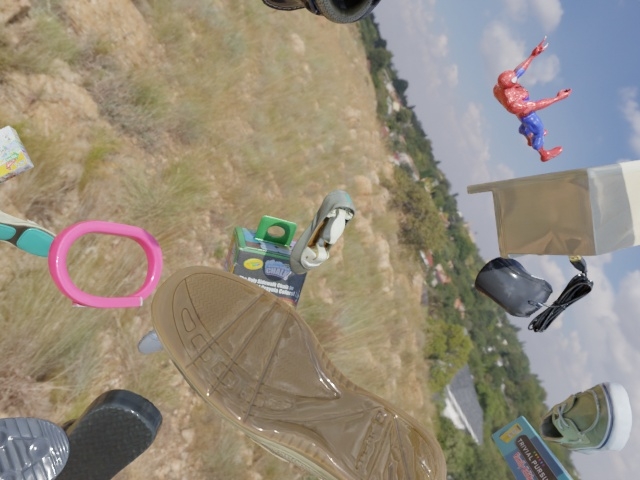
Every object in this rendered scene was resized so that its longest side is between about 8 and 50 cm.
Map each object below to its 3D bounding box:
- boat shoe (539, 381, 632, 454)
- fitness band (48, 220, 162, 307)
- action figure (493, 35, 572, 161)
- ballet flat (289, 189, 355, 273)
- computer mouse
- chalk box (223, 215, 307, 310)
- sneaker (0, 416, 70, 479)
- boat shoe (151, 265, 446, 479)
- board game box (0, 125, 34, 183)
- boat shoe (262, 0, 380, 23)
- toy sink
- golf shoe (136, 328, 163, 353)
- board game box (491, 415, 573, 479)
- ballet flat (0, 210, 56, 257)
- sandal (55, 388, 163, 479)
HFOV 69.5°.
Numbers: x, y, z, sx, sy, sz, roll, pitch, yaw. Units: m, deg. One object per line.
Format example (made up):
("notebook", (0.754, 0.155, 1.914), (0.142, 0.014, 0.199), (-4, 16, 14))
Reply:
("boat shoe", (0.498, 0.351, 0.883), (0.302, 0.094, 0.109), (75, 21, -53))
("fitness band", (-0.508, 0.060, 1.119), (0.291, 0.055, 0.208), (12, 77, -58))
("action figure", (0.432, -0.271, 0.898), (0.281, 0.139, 0.091), (21, 36, -46))
("ballet flat", (0.000, 0.000, 0.901), (0.072, 0.213, 0.068), (11, 32, -31))
("computer mouse", (0.441, 0.089, 0.914), (0.262, 0.184, 0.060), (33, 17, -29))
("chalk box", (-0.142, 0.076, 1.151), (0.181, 0.288, 0.179), (14, 13, -17))
("sneaker", (-0.470, 0.304, 0.571), (0.131, 0.320, 0.112), (113, -39, -66))
("boat shoe", (-0.036, 0.164, 0.476), (0.341, 0.110, 0.121), (41, 56, 0))
("board game box", (-0.732, -0.172, 1.017), (0.103, 0.154, 0.026), (58, -7, 9))
("boat shoe", (0.016, -0.245, 0.414), (0.103, 0.285, 0.092), (-3, 101, -36))
("toy sink", (0.376, -0.044, 0.742), (0.234, 0.153, 0.131), (0, -81, 64))
("golf shoe", (-0.339, 0.236, 1.068), (0.069, 0.176, 0.085), (62, 3, -63))
("board game box", (0.465, 0.513, 0.802), (0.336, 0.079, 0.254), (52, 7, -5))
("ballet flat", (-0.762, -0.030, 1.155), (0.248, 0.086, 0.086), (38, 31, -57))
("sandal", (-0.465, 0.416, 0.920), (0.167, 0.446, 0.107), (48, 21, -17))
